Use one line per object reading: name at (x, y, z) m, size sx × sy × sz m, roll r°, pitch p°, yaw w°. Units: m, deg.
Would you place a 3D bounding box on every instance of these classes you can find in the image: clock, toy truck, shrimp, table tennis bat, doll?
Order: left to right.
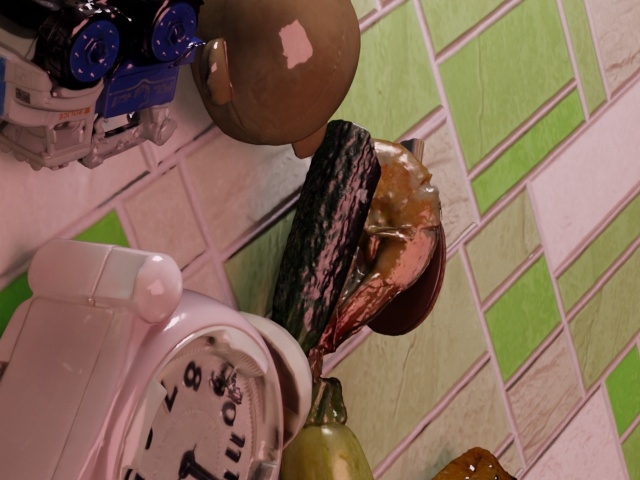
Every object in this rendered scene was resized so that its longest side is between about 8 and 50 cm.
toy truck at (-0.213, -0.150, 1.367) m, size 0.213 × 0.161 × 0.177 m, roll -22°, pitch 132°, yaw -46°
clock at (-0.154, 0.193, 1.421) m, size 0.326 × 0.184 × 0.342 m, roll 40°, pitch 68°, yaw -48°
doll at (-0.025, -0.251, 1.543) m, size 0.235 × 0.174 × 0.330 m, roll 29°, pitch 70°, yaw -59°
shrimp at (0.030, 0.029, 1.668) m, size 0.062 × 0.154 × 0.294 m, roll 86°, pitch 25°, yaw -79°
table tennis bat at (0.089, -0.004, 1.731) m, size 0.019 × 0.130 × 0.220 m, roll 18°, pitch 72°, yaw -41°

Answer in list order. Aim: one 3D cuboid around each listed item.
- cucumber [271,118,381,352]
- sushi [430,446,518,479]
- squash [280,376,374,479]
cucumber at (0.001, 0.000, 1.604) m, size 0.074 × 0.074 × 0.241 m, roll 32°, pitch 71°, yaw -46°
sushi at (0.172, 0.349, 1.833) m, size 0.287 × 0.149 × 0.140 m, roll -42°, pitch 127°, yaw -47°
squash at (0.000, 0.277, 1.672) m, size 0.137 × 0.137 × 0.287 m, roll -27°, pitch 101°, yaw -46°
